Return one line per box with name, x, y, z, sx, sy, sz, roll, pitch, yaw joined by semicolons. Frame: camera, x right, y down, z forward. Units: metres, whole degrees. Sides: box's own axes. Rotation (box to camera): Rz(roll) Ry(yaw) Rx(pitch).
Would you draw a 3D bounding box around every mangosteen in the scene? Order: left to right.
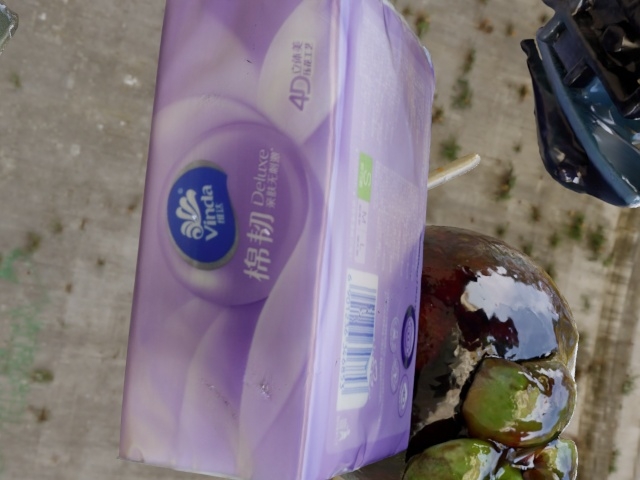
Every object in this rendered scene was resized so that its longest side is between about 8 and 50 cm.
mangosteen;0.119;0.134;0.850;0.311;0.311;0.311;-168;-90;-69

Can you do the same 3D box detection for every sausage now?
sausage;0.168;-0.091;1.233;0.024;0.132;0.024;156;-90;-84

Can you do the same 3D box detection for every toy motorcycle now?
toy motorcycle;0.262;-0.128;0.599;0.172;0.232;0.416;-55;-132;46

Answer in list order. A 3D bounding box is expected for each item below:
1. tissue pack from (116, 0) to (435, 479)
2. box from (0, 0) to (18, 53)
tissue pack;-0.019;-0.012;0.642;0.242;0.160;0.338;21;73;-69
box;-0.370;-0.122;0.610;0.220;0.166;0.291;17;-109;41
